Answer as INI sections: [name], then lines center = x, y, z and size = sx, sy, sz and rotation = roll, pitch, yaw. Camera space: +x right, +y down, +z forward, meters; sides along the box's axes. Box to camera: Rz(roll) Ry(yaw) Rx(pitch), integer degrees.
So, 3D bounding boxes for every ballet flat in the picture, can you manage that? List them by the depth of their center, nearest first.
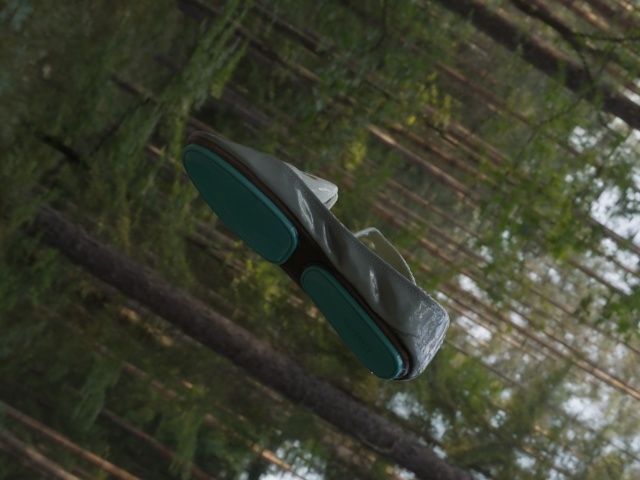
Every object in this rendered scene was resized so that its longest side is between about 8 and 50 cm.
[ballet flat]
center = 0.000, 0.000, 0.603
size = 0.068, 0.213, 0.072
rotation = -43, -179, -31

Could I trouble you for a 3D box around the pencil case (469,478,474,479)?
[pencil case]
center = 0.268, 0.402, 1.045
size = 0.133, 0.306, 0.119
rotation = -48, 164, -20
